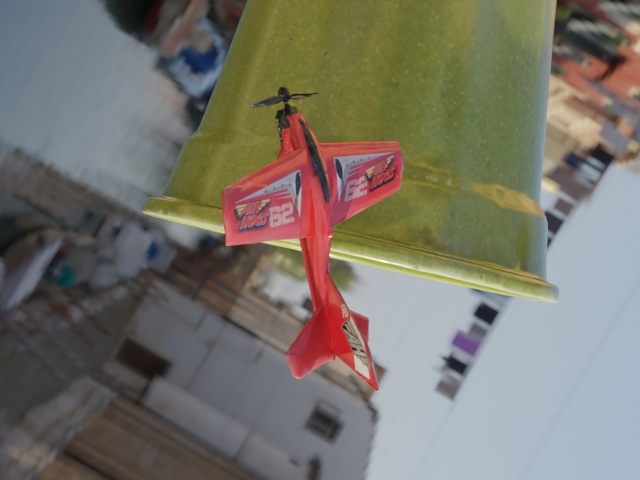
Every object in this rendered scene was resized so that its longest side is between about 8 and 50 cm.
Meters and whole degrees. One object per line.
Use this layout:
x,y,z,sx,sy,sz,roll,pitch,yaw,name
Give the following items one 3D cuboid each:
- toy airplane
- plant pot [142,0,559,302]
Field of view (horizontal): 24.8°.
0.000,0.000,0.692,0.028,0.151,0.151,-12,-145,37,toy airplane
0.047,-0.110,0.951,0.276,0.276,0.254,167,-63,-87,plant pot
